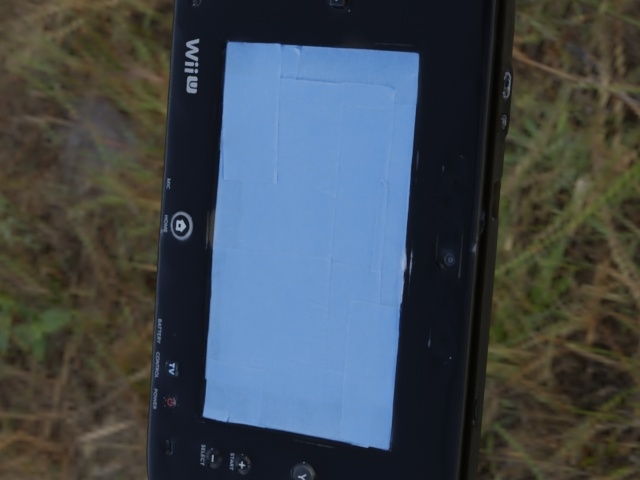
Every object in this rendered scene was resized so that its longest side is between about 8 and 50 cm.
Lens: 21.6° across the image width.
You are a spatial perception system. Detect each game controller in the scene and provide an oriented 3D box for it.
[{"bbox_3d":[0.000,0.000,0.758,0.166,0.067,0.319,6,95,21],"label":"game controller"}]
